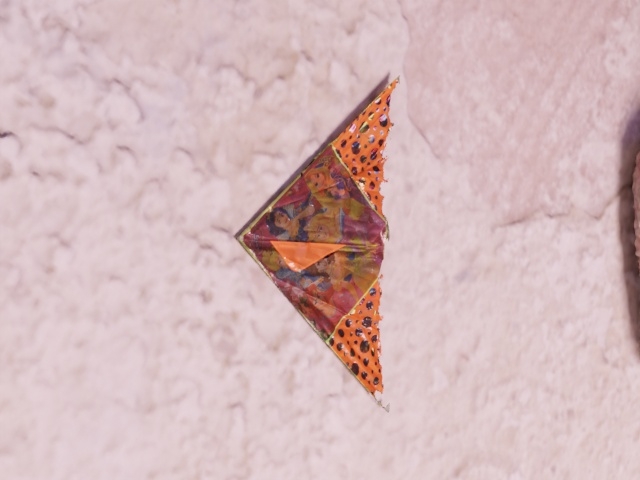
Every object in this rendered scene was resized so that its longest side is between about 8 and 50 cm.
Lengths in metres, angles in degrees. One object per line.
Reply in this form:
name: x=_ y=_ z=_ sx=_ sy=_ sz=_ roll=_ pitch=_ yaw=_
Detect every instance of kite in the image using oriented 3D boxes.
kite: x=-0.001 y=0.000 z=0.698 sx=0.125 sy=0.008 sz=0.222 roll=2 pitch=90 yaw=-39

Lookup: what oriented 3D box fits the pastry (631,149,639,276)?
pastry: x=0.307 y=-0.003 z=0.890 sx=0.112 sy=0.103 sz=0.265 roll=17 pitch=74 yaw=-56
